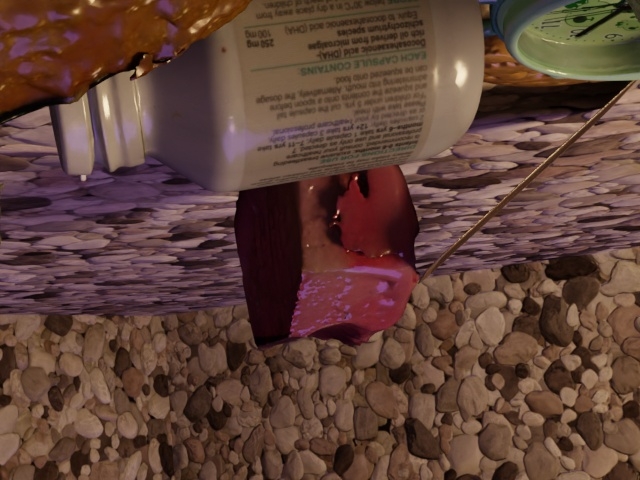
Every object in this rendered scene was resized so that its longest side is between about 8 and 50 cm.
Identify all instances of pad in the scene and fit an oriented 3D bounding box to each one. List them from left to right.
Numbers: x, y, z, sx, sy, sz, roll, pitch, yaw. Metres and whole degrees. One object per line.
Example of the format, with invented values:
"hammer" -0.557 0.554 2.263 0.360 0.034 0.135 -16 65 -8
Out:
"pad" 0.191 -0.054 0.977 0.266 0.002 0.176 -42 173 -4

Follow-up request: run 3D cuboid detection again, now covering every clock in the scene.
"clock" 0.171 -0.147 0.610 0.211 0.066 0.159 -3 167 6

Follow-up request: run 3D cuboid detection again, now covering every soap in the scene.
"soap" 0.000 0.000 1.060 0.127 0.220 0.325 -7 174 -16

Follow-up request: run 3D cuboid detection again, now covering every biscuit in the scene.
"biscuit" 0.140 -0.132 0.794 0.133 0.027 0.184 2 -177 25

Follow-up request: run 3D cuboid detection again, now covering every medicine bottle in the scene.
"medicine bottle" -0.035 -0.095 0.559 0.215 0.135 0.135 -11 174 -15

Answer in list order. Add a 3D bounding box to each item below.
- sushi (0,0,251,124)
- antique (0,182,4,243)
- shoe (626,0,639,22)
"sushi" -0.106 -0.120 0.412 0.287 0.149 0.140 -25 146 -14
"antique" -0.337 -0.043 0.770 0.147 0.148 0.152 -9 171 23
"shoe" 0.178 -0.130 0.453 0.262 0.128 0.140 47 178 -35
